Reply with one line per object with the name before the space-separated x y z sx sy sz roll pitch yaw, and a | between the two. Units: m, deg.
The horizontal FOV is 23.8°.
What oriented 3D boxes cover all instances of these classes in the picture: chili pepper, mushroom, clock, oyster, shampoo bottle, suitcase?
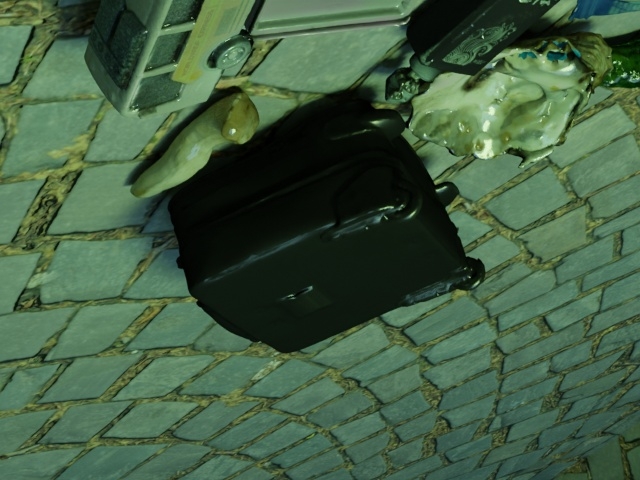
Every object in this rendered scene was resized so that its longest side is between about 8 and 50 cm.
chili pepper | 0.417 -0.243 1.920 0.278 0.065 0.122 -24 143 -3
mushroom | -0.146 -0.099 1.730 0.202 0.054 0.059 -34 156 34
clock | 0.021 -0.272 1.485 0.192 0.071 0.147 -11 153 -27
oyster | 0.223 -0.182 1.850 0.222 0.083 0.214 15 131 -29
shampoo bottle | 0.183 -0.255 1.674 0.098 0.071 0.309 -1 150 -47
suitcase | 0.000 0.000 1.894 0.339 0.188 0.345 -25 156 12

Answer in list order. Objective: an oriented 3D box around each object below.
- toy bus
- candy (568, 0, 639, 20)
toy bus | -0.114 -0.241 1.365 0.138 0.097 0.342 -23 160 -34
candy | 0.446 -0.332 1.748 0.331 0.077 0.187 -15 148 -21
